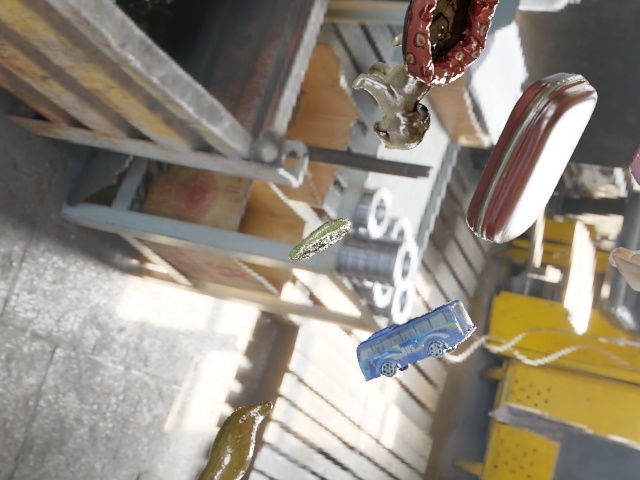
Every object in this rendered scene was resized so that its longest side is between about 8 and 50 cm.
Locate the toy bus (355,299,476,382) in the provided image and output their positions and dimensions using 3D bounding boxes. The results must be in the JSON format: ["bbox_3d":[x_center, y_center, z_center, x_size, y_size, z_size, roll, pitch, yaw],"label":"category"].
[{"bbox_3d":[0.179,0.194,1.775,0.079,0.237,0.094,-6,72,-63],"label":"toy bus"}]

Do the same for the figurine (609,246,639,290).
[{"bbox_3d":[0.620,-0.014,1.583,0.236,0.141,0.162,-49,120,-3],"label":"figurine"}]

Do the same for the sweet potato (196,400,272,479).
[{"bbox_3d":[-0.139,0.314,1.256,0.059,0.069,0.249,39,65,-17],"label":"sweet potato"}]

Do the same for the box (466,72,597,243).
[{"bbox_3d":[0.454,-0.176,2.008,0.263,0.108,0.403,-23,142,-47],"label":"box"}]

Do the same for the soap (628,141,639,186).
[{"bbox_3d":[0.390,-0.086,0.769,0.109,0.192,0.324,-28,160,-10],"label":"soap"}]

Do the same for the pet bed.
[{"bbox_3d":[0.183,-0.311,1.309,0.201,0.053,0.201,-37,145,-32],"label":"pet bed"}]

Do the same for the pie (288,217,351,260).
[{"bbox_3d":[-0.001,0.000,1.065,0.021,0.084,0.084,59,30,8],"label":"pie"}]

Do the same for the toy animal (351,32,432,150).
[{"bbox_3d":[0.162,-0.293,1.762,0.233,0.169,0.121,-58,174,29],"label":"toy animal"}]
